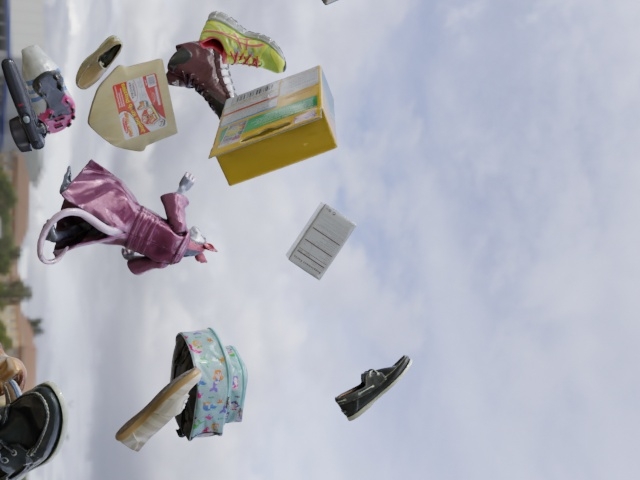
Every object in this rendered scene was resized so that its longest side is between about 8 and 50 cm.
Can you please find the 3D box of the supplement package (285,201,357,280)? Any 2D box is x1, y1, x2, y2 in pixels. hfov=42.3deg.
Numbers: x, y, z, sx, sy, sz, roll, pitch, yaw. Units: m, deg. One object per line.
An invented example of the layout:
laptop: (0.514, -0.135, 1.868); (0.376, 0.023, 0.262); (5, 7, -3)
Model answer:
supplement package: (0.000, 0.000, 2.202); (0.179, 0.105, 0.105); (-56, -170, 2)

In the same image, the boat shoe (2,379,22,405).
boat shoe: (-0.631, 0.378, 1.684); (0.066, 0.066, 0.183); (-6, -86, 60)

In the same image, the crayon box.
crayon box: (-0.079, -0.204, 1.483); (0.323, 0.203, 0.083); (-90, 160, -64)

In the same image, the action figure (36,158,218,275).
action figure: (-0.395, -0.036, 1.805); (0.275, 0.370, 0.248); (-115, -132, -71)

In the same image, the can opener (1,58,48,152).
can opener: (-0.583, -0.264, 1.616); (0.059, 0.073, 0.186); (-139, -145, -65)

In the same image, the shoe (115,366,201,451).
shoe: (-0.317, 0.342, 1.674); (0.058, 0.219, 0.076); (48, 3, -8)

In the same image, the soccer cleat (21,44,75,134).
soccer cleat: (-0.776, -0.430, 2.351); (0.143, 0.116, 0.331); (58, -21, 14)

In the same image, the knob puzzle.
knob puzzle: (-0.410, -0.282, 1.766); (0.030, 0.213, 0.213); (25, -66, 47)

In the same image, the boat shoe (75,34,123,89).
boat shoe: (-0.644, -0.512, 2.403); (0.190, 0.068, 0.072); (-51, -143, 9)

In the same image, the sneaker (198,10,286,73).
sneaker: (-0.173, -0.409, 1.801); (0.094, 0.208, 0.081); (-59, 174, -24)

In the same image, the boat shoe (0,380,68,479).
boat shoe: (-0.569, 0.367, 1.491); (0.340, 0.113, 0.127); (-38, -108, 37)

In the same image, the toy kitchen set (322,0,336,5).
toy kitchen set: (-0.005, -0.566, 1.735); (0.207, 0.122, 0.166); (57, -21, 11)

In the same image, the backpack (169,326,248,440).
backpack: (-0.292, 0.353, 2.106); (0.225, 0.191, 0.253); (-131, -142, -54)

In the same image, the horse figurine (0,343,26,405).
horse figurine: (-0.830, 0.345, 2.124); (0.263, 0.066, 0.174); (21, -102, 34)

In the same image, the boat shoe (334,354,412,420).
boat shoe: (0.143, 0.370, 2.159); (0.079, 0.233, 0.084); (52, -12, 3)

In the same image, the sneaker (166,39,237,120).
sneaker: (-0.296, -0.365, 2.032); (0.106, 0.163, 0.281); (120, -42, -68)
